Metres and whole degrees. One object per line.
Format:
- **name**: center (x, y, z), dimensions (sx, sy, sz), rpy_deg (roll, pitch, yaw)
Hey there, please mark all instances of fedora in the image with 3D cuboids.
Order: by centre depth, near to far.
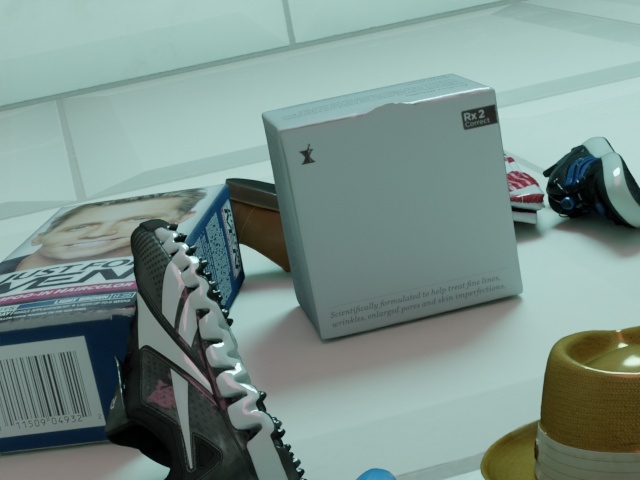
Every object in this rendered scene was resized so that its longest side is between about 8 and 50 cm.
- **fedora**: center (0.177, 0.093, 0.736), dimensions (0.194, 0.079, 0.194), rpy_deg (-5, 6, 1)

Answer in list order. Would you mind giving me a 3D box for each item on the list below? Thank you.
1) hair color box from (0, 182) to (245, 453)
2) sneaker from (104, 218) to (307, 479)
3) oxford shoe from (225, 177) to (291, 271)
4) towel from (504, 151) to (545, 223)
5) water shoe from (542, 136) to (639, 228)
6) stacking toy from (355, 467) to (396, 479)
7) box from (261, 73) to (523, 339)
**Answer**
- **hair color box**: center (-0.182, 0.053, 1.103), dimensions (0.174, 0.105, 0.347), rpy_deg (-8, 16, 9)
- **sneaker**: center (-0.100, 0.084, 0.857), dimensions (0.106, 0.078, 0.234), rpy_deg (-24, 56, -6)
- **oxford shoe**: center (0.000, 0.000, 1.249), dimensions (0.212, 0.076, 0.076), rpy_deg (16, 11, 26)
- **towel**: center (0.094, -0.081, 1.384), dimensions (0.237, 0.037, 0.329), rpy_deg (5, 14, -3)
- **water shoe**: center (0.259, -0.042, 1.246), dimensions (0.080, 0.073, 0.203), rpy_deg (-30, 9, 11)
- **stacking toy**: center (0.129, 0.188, 0.412), dimensions (0.302, 0.175, 0.166), rpy_deg (5, 22, 12)
- **box**: center (0.059, -0.033, 1.107), dimensions (0.181, 0.182, 0.119), rpy_deg (-12, 14, -7)
